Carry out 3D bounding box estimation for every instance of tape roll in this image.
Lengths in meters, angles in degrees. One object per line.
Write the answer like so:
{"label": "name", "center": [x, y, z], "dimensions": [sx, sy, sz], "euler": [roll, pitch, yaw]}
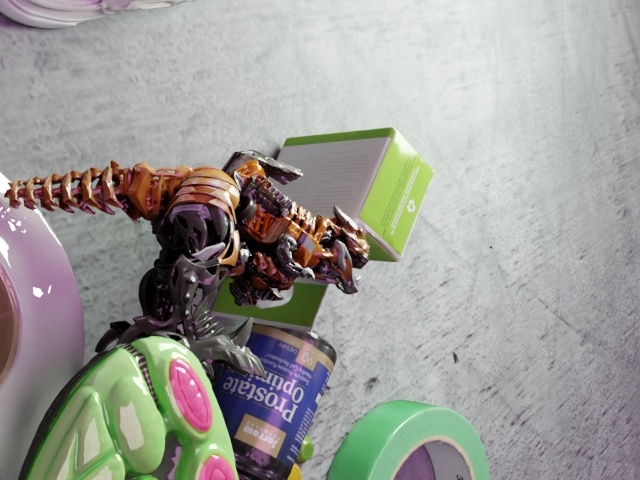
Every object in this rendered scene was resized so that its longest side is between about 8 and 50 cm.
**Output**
{"label": "tape roll", "center": [0.134, 0.403, 1.047], "dimensions": [0.321, 0.077, 0.322], "euler": [2, 87, -44]}
{"label": "tape roll", "center": [-0.319, 0.066, 0.532], "dimensions": [0.286, 0.100, 0.286], "euler": [37, 46, -49]}

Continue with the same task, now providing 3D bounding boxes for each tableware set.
{"label": "tableware set", "center": [-0.066, 0.299, 0.894], "dimensions": [0.104, 0.024, 0.154], "euler": [56, 53, -32]}

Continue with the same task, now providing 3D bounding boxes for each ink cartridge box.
{"label": "ink cartridge box", "center": [0.000, 0.000, 0.850], "dimensions": [0.097, 0.188, 0.255], "euler": [38, 66, -39]}

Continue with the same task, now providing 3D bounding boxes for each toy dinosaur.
{"label": "toy dinosaur", "center": [-0.110, 0.010, 0.658], "dimensions": [0.321, 0.164, 0.219], "euler": [11, 75, -4]}

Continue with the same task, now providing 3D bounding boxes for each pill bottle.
{"label": "pill bottle", "center": [-0.074, 0.206, 0.817], "dimensions": [0.123, 0.122, 0.219], "euler": [42, 61, -35]}

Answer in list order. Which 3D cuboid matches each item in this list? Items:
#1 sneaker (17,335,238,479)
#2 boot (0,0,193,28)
{"label": "sneaker", "center": [-0.205, 0.291, 0.573], "dimensions": [0.185, 0.202, 0.483], "euler": [-2, 113, -46]}
{"label": "boot", "center": [-0.191, -0.281, 0.713], "dimensions": [0.258, 0.123, 0.095], "euler": [-29, 108, -41]}
